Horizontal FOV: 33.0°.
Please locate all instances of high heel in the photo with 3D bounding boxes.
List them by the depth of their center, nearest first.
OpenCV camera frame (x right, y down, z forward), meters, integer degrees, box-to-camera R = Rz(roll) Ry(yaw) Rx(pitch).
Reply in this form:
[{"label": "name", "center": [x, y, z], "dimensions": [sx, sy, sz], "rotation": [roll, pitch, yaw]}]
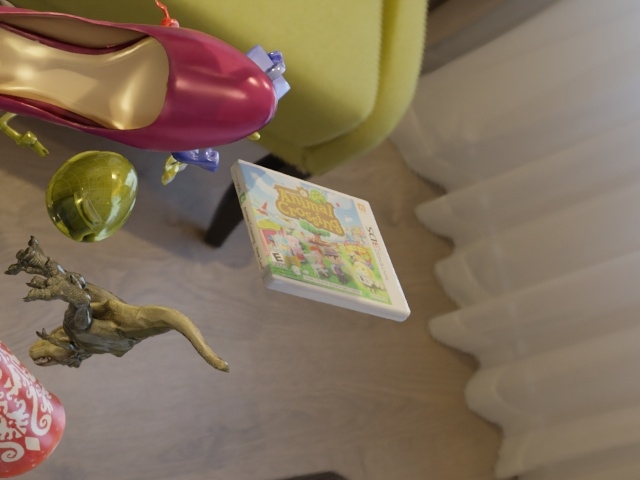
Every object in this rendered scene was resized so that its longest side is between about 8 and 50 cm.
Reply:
[{"label": "high heel", "center": [-0.236, -0.154, 1.012], "dimensions": [0.181, 0.377, 0.127], "rotation": [-8, 106, -68]}]

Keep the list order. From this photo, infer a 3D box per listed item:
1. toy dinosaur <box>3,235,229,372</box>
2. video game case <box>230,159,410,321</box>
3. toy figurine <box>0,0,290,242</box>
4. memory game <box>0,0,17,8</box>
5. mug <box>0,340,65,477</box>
[{"label": "toy dinosaur", "center": [-0.172, 0.053, 0.808], "dimensions": [0.118, 0.268, 0.064], "rotation": [42, 64, -25]}, {"label": "video game case", "center": [0.000, 0.000, 1.315], "dimensions": [0.212, 0.023, 0.193], "rotation": [16, 39, -35]}, {"label": "toy figurine", "center": [-0.147, -0.164, 1.200], "dimensions": [0.191, 0.217, 0.362], "rotation": [63, 37, -18]}, {"label": "memory game", "center": [-0.396, -0.288, 1.411], "dimensions": [0.186, 0.186, 0.012], "rotation": [32, 97, -28]}, {"label": "mug", "center": [-0.374, 0.161, 1.150], "dimensions": [0.169, 0.150, 0.113], "rotation": [70, 36, -49]}]
